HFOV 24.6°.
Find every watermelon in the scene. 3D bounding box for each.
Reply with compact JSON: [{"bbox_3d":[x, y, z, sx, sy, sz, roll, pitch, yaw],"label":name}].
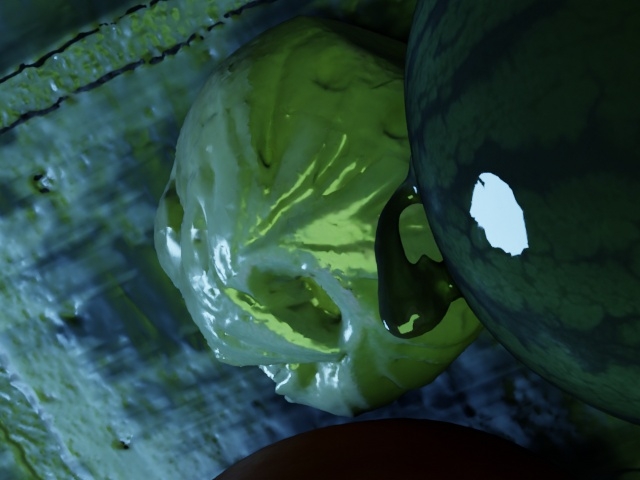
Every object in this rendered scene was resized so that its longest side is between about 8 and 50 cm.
[{"bbox_3d":[0.186,-0.059,0.554,0.359,0.279,0.279,-16,108,12],"label":"watermelon"}]

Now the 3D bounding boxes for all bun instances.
[{"bbox_3d":[0.000,0.000,0.706,0.178,0.128,0.193,35,117,-5],"label":"bun"}]

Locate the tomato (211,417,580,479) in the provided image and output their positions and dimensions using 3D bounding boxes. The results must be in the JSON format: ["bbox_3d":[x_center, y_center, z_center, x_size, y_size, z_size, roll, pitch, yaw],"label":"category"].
[{"bbox_3d":[0.031,0.239,0.686,0.322,0.321,0.321,4,112,10],"label":"tomato"}]
